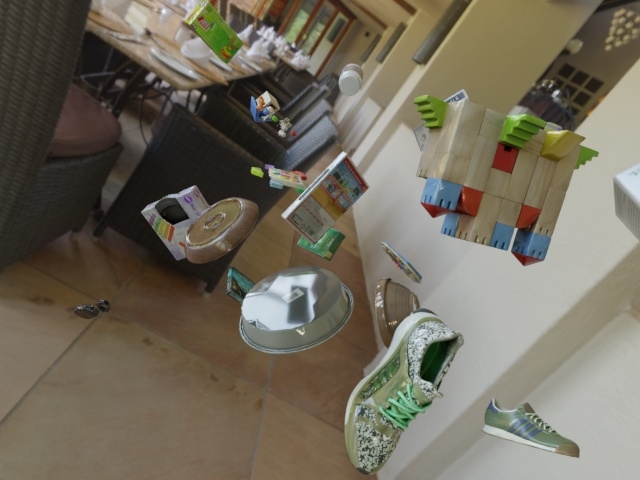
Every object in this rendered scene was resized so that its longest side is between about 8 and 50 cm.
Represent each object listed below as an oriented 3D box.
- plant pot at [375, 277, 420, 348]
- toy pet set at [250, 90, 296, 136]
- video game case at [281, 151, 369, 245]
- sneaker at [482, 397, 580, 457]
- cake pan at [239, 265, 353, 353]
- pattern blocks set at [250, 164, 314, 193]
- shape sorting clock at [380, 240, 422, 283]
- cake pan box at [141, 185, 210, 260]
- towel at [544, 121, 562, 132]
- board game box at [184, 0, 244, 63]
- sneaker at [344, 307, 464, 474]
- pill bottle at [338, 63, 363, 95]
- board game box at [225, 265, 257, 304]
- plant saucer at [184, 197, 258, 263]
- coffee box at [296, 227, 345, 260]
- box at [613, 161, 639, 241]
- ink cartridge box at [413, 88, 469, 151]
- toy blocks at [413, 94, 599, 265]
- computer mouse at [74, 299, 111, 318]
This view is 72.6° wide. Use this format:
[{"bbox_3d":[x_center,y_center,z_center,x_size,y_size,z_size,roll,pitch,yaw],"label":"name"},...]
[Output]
[{"bbox_3d":[0.267,0.236,1.443,0.237,0.110,0.237,-11,90,-67],"label":"plant pot"},{"bbox_3d":[-0.129,-0.289,1.015,0.122,0.065,0.114,27,35,-56],"label":"toy pet set"},{"bbox_3d":[0.024,-0.131,1.440,0.025,0.285,0.204,44,0,38],"label":"video game case"},{"bbox_3d":[0.444,0.391,0.928,0.192,0.086,0.064,-1,-22,43],"label":"sneaker"},{"bbox_3d":[-0.066,0.156,1.080,0.293,0.293,0.054,-107,-177,-61],"label":"cake pan"},{"bbox_3d":[-0.136,-0.250,1.741,0.286,0.026,0.325,9,21,-26],"label":"pattern blocks set"},{"bbox_3d":[0.291,0.082,1.585,0.206,0.040,0.206,43,3,-3],"label":"shape sorting clock"},{"bbox_3d":[-0.542,-0.069,1.747,0.070,0.246,0.266,-81,148,-58],"label":"cake pan box"},{"bbox_3d":[0.864,-0.411,1.617,0.060,0.009,0.083,27,49,13],"label":"towel"},{"bbox_3d":[-0.342,-0.677,1.420,0.043,0.092,0.181,42,3,35],"label":"board game box"},{"bbox_3d":[0.194,0.344,0.992,0.158,0.410,0.182,32,-12,-10],"label":"sneaker"},{"bbox_3d":[0.101,-0.532,1.447,0.078,0.078,0.137,32,33,-13],"label":"pill bottle"},{"bbox_3d":[-0.252,0.183,1.521,0.186,0.026,0.126,42,21,-33],"label":"board game box"},{"bbox_3d":[-0.198,-0.028,0.838,0.029,0.168,0.168,57,5,-35],"label":"plant saucer"},{"bbox_3d":[0.000,0.000,1.607,0.040,0.113,0.184,39,-11,-37],"label":"coffee box"},{"bbox_3d":[0.386,-0.042,0.461,0.101,0.102,0.087,35,30,-49],"label":"box"},{"bbox_3d":[0.429,-0.421,1.556,0.045,0.208,0.206,64,13,18],"label":"ink cartridge box"},{"bbox_3d":[0.336,-0.101,0.865,0.382,0.260,0.191,13,7,-19],"label":"toy blocks"},{"bbox_3d":[-0.786,0.230,1.514,0.071,0.242,0.041,40,48,-32],"label":"computer mouse"}]
